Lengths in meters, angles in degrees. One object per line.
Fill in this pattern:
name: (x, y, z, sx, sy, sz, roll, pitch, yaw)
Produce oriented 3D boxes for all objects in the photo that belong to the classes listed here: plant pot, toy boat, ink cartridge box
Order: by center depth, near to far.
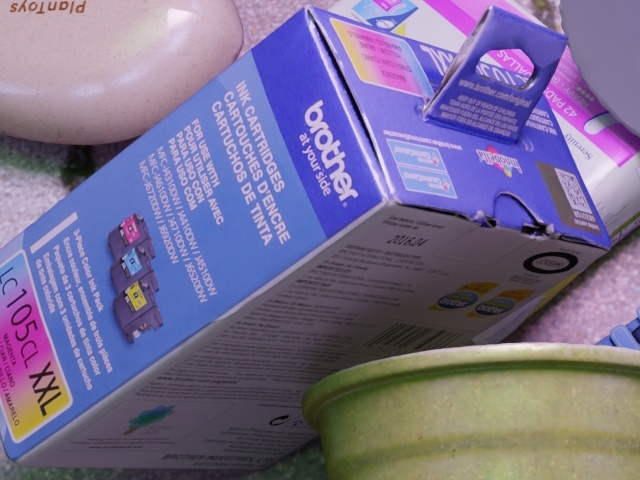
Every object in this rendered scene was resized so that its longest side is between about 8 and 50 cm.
plant pot: (0.126, 0.223, 1.200, 0.276, 0.276, 0.254, -4, 70, 10)
ink cartridge box: (0.000, 0.000, 1.234, 0.395, 0.270, 0.151, -33, 66, 28)
toy boat: (-0.168, -0.218, 1.585, 0.267, 0.148, 0.318, 7, 69, 21)

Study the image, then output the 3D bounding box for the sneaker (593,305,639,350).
sneaker: (0.241, 0.071, 1.364, 0.144, 0.059, 0.053, -31, 61, -6)

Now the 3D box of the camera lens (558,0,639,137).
camera lens: (0.329, -0.206, 1.352, 0.219, 0.219, 0.274, 31, 53, 26)

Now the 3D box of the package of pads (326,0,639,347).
package of pads: (0.095, -0.075, 1.455, 0.229, 0.101, 0.296, -39, 60, -13)
